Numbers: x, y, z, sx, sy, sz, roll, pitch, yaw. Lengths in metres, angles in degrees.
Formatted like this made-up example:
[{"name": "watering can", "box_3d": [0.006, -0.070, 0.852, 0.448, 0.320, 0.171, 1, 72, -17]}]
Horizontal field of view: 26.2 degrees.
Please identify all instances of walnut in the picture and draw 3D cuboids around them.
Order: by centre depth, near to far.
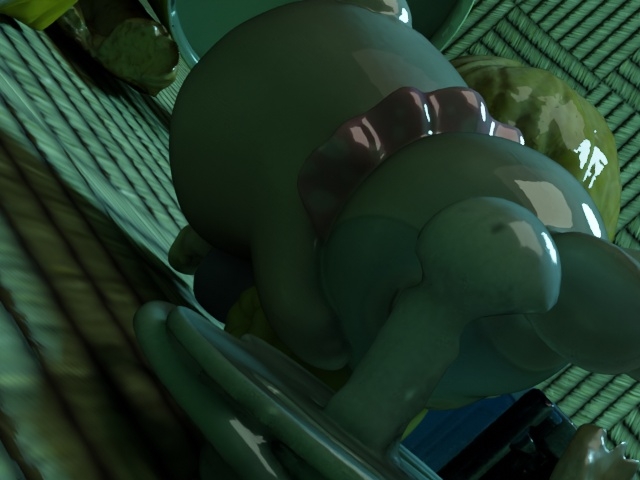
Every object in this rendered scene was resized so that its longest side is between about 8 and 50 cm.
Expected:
[{"name": "walnut", "box_3d": [0.159, -0.031, 1.453, 0.333, 0.333, 0.333, 49, 3, -3]}]

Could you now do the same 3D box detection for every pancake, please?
[{"name": "pancake", "box_3d": [-0.171, -0.180, 0.960, 0.257, 0.056, 0.212, 49, 2, 9]}]

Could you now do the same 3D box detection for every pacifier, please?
[{"name": "pacifier", "box_3d": [0.016, 0.034, 0.383, 0.127, 0.116, 0.150, 35, 0, 23]}]

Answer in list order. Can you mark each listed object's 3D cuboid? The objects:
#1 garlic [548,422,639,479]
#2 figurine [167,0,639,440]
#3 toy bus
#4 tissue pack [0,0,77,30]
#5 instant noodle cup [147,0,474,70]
[{"name": "garlic", "box_3d": [0.099, 0.131, 0.380, 0.099, 0.124, 0.174, 16, -22, 28]}, {"name": "figurine", "box_3d": [0.033, 0.014, 0.497, 0.127, 0.155, 0.235, 33, 11, -43]}, {"name": "toy bus", "box_3d": [0.095, 0.119, 0.683, 0.184, 0.090, 0.106, 45, 2, -46]}, {"name": "tissue pack", "box_3d": [-0.110, -0.332, 0.674, 0.293, 0.382, 0.228, 48, 0, -6]}, {"name": "instant noodle cup", "box_3d": [-0.021, -0.248, 1.018, 0.311, 0.311, 0.221, 46, 16, -45]}]
